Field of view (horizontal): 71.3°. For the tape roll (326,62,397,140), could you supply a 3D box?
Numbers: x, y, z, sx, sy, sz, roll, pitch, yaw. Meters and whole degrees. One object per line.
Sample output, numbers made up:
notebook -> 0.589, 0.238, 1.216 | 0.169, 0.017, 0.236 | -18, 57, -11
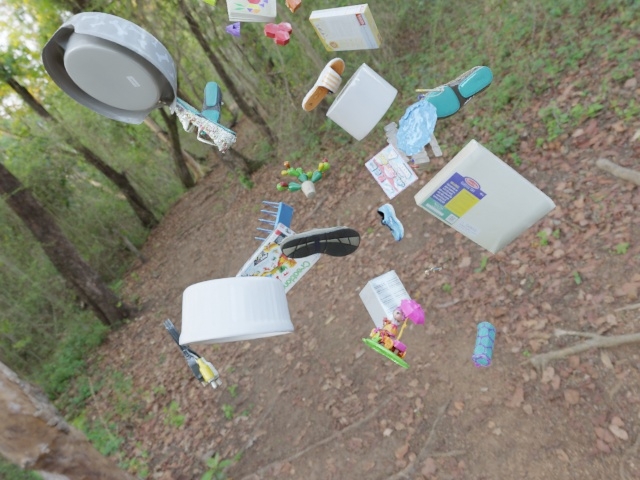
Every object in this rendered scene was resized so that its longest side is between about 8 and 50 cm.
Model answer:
tape roll -> 0.159, -0.542, 1.756 | 0.246, 0.169, 0.246 | -52, 13, 17

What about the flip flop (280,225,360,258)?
flip flop -> 0.000, 0.000, 1.490 | 0.276, 0.112, 0.080 | -7, 31, -10

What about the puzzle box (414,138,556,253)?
puzzle box -> 0.558, -0.134, 1.512 | 0.272, 0.408, 0.052 | -46, 29, 31

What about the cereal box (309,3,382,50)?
cereal box -> 0.097, -0.806, 1.705 | 0.240, 0.173, 0.047 | 11, 72, 31

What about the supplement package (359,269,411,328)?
supplement package -> 0.312, 0.286, 2.117 | 0.149, 0.203, 0.194 | -22, -19, -19

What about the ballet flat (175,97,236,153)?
ballet flat -> -0.365, -0.348, 1.352 | 0.077, 0.240, 0.091 | -58, -9, 10

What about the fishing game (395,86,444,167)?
fishing game -> 0.315, -0.363, 1.456 | 0.189, 0.041, 0.264 | 23, 99, 60

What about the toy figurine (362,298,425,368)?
toy figurine -> 0.204, 0.228, 1.177 | 0.159, 0.130, 0.173 | -56, 18, -12

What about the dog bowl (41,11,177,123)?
dog bowl -> -0.564, -0.471, 1.239 | 0.348, 0.348, 0.102 | -15, 59, 44

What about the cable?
cable -> -0.439, 0.387, 1.550 | 0.072, 0.287, 0.139 | -30, 1, -13

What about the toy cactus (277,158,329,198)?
toy cactus -> -0.056, -0.230, 1.669 | 0.218, 0.112, 0.181 | -17, 45, -7

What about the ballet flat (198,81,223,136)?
ballet flat -> -0.357, -0.422, 1.474 | 0.074, 0.074, 0.203 | -15, 66, 45

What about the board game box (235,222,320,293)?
board game box -> -0.165, 0.095, 1.697 | 0.305, 0.193, 0.053 | -48, 17, 29

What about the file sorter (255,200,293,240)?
file sorter -> -0.201, -0.074, 1.909 | 0.104, 0.118, 0.171 | 10, 86, 21

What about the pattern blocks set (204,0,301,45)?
pattern blocks set -> -0.201, -0.706, 1.312 | 0.026, 0.285, 0.325 | 111, 166, -61

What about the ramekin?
ramekin -> -0.209, 0.176, 1.108 | 0.277, 0.277, 0.135 | -18, 73, 40

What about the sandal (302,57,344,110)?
sandal -> 0.028, -0.653, 1.927 | 0.265, 0.101, 0.076 | -50, 58, 25

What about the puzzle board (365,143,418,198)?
puzzle board -> 0.200, -0.196, 1.265 | 0.096, 0.128, 0.011 | -38, -8, 18

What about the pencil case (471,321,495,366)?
pencil case -> 0.579, 0.367, 1.580 | 0.152, 0.064, 0.070 | -60, -6, -40

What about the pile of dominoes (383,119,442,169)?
pile of dominoes -> 0.374, -0.401, 1.844 | 0.195, 0.040, 0.251 | -11, 59, -2

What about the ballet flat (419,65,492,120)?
ballet flat -> 0.464, -0.516, 1.606 | 0.342, 0.116, 0.124 | -37, 10, -15

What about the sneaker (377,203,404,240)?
sneaker -> 0.275, -0.066, 1.795 | 0.073, 0.162, 0.063 | -19, -17, -24

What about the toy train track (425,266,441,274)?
toy train track -> 0.411, 0.111, 1.613 | 0.083, 0.014, 0.048 | -6, -30, -37
